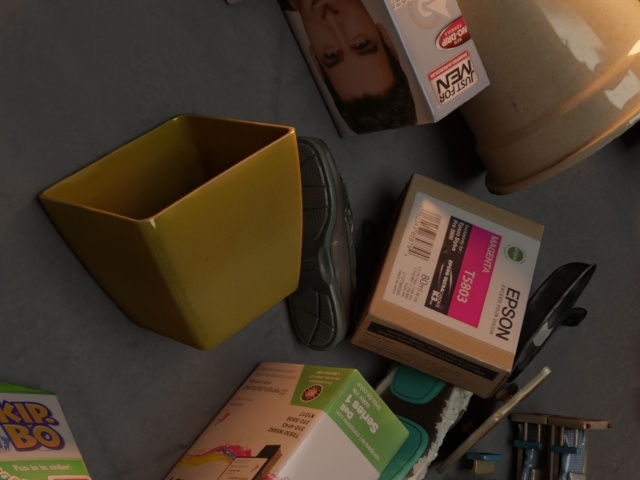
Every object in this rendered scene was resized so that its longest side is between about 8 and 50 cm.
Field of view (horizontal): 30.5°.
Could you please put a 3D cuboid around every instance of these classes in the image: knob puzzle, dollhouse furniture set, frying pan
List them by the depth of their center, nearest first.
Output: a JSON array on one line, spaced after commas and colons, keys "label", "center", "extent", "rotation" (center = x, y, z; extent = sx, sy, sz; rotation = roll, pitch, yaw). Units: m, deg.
[{"label": "knob puzzle", "center": [0.223, 0.238, 1.572], "extent": [0.213, 0.213, 0.030], "rotation": [-34, 75, -32]}, {"label": "dollhouse furniture set", "center": [0.295, 0.307, 1.614], "extent": [0.184, 0.129, 0.129], "rotation": [8, 83, -43]}, {"label": "frying pan", "center": [0.334, 0.084, 1.617], "extent": [0.053, 0.197, 0.326], "rotation": [37, 34, 16]}]

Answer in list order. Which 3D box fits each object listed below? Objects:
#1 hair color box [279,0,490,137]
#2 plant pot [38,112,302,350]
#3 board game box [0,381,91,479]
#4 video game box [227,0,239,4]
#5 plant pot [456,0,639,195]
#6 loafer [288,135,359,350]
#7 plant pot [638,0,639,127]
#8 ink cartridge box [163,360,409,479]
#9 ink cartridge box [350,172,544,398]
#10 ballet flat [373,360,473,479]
[{"label": "hair color box", "center": [0.042, -0.323, 1.435], "extent": [0.114, 0.185, 0.374], "rotation": [-36, 109, -32]}, {"label": "plant pot", "center": [-0.141, -0.005, 1.288], "extent": [0.212, 0.212, 0.187], "rotation": [-36, 121, -32]}, {"label": "board game box", "center": [-0.293, 0.207, 1.136], "extent": [0.124, 0.259, 0.039], "rotation": [18, 106, -35]}, {"label": "video game box", "center": [-0.086, -0.378, 1.334], "extent": [0.187, 0.205, 0.048], "rotation": [54, 56, -23]}, {"label": "plant pot", "center": [0.270, -0.281, 1.545], "extent": [0.334, 0.334, 0.305], "rotation": [-44, 102, -29]}, {"label": "loafer", "center": [0.000, 0.000, 1.464], "extent": [0.084, 0.096, 0.267], "rotation": [-19, 107, -55]}, {"label": "plant pot", "center": [0.584, -0.316, 1.766], "extent": [0.341, 0.341, 0.334], "rotation": [-32, 114, -33]}, {"label": "ink cartridge box", "center": [-0.065, 0.277, 1.320], "extent": [0.278, 0.201, 0.117], "rotation": [-50, 115, -26]}, {"label": "ink cartridge box", "center": [0.165, 0.054, 1.492], "extent": [0.193, 0.088, 0.234], "rotation": [21, 56, -3]}, {"label": "ballet flat", "center": [0.114, 0.245, 1.502], "extent": [0.409, 0.147, 0.147], "rotation": [-47, 114, -29]}]
